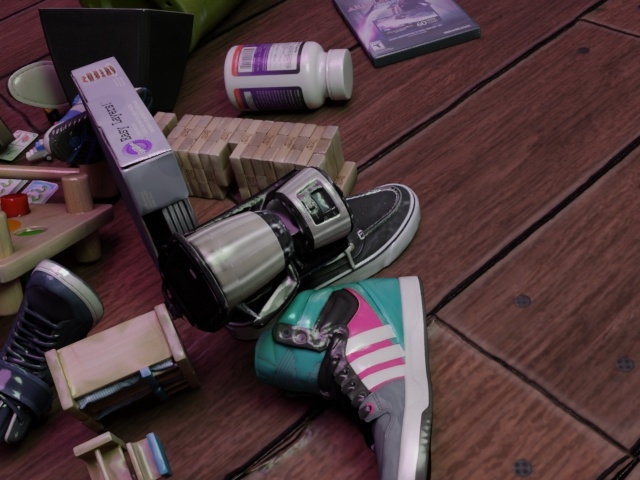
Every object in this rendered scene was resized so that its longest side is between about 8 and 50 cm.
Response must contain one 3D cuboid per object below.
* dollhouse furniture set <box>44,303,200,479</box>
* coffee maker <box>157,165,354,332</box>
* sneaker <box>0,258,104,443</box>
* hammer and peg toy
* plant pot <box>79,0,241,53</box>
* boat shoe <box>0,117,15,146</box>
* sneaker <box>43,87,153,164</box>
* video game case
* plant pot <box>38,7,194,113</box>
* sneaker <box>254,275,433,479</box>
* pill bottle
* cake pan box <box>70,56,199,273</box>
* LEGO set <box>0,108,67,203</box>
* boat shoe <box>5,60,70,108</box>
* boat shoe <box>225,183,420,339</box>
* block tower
[{"bbox_3d":[-0.182,0.190,0.782,0.129,0.129,0.183,-23,68,-11],"label":"dollhouse furniture set"},{"bbox_3d":[-0.074,0.006,0.791,0.178,0.120,0.171,-31,18,-28],"label":"coffee maker"},{"bbox_3d":[-0.318,0.129,0.806,0.086,0.226,0.163,32,53,0],"label":"sneaker"},{"bbox_3d":[-0.431,-0.019,1.017,0.266,0.127,0.361,1,19,13],"label":"hammer and peg toy"},{"bbox_3d":[-0.278,-0.546,1.418,0.367,0.366,0.352,9,59,22],"label":"plant pot"},{"bbox_3d":[-0.629,-0.222,1.298,0.104,0.110,0.307,-37,36,-13],"label":"boat shoe"},{"bbox_3d":[-0.334,-0.172,1.093,0.081,0.080,0.211,16,32,17],"label":"sneaker"},{"bbox_3d":[0.150,-0.419,1.384,0.196,0.026,0.274,-17,44,-4],"label":"video game case"},{"bbox_3d":[-0.330,-0.296,1.238,0.188,0.166,0.187,6,15,13],"label":"plant pot"},{"bbox_3d":[0.021,0.145,0.752,0.179,0.123,0.295,-2,36,5],"label":"sneaker"},{"bbox_3d":[-0.049,-0.267,1.213,0.194,0.108,0.108,1,45,15],"label":"pill bottle"},{"bbox_3d":[-0.220,-0.069,0.950,0.070,0.245,0.267,-26,44,-12],"label":"cake pan box"},{"bbox_3d":[-0.483,-0.150,1.239,0.183,0.060,0.244,13,48,20],"label":"LEGO set"},{"bbox_3d":[-0.453,-0.277,1.315,0.069,0.081,0.228,6,19,40],"label":"boat shoe"},{"bbox_3d":[-0.003,-0.002,0.928,0.306,0.104,0.113,-29,45,-16],"label":"boat shoe"},{"bbox_3d":[-0.120,-0.117,1.086,0.336,0.097,0.091,9,48,21],"label":"block tower"}]
